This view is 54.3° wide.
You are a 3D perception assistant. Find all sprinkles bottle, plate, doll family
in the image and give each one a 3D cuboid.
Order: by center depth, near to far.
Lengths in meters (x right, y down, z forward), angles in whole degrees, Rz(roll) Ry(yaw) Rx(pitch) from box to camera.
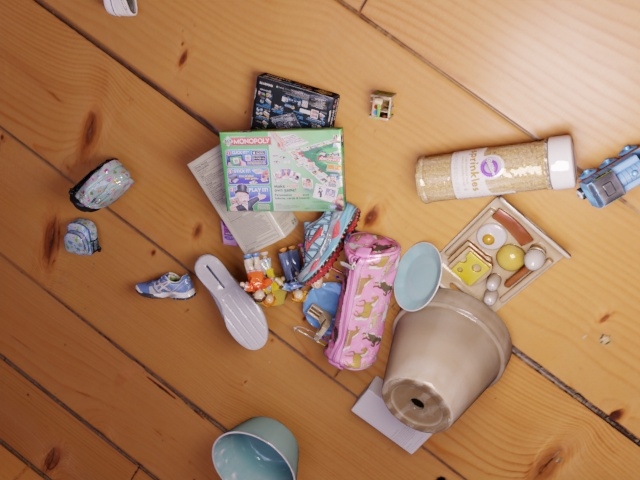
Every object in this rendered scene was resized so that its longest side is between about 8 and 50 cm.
[{"bbox_3d":[0.407,-0.162,1.465,0.355,0.121,0.121,-5,112,26],"label":"sprinkles bottle"},{"bbox_3d":[0.260,0.097,1.641,0.024,0.188,0.188,19,128,-28],"label":"plate"},{"bbox_3d":[-0.105,0.104,1.786,0.263,0.118,0.163,-12,87,-13],"label":"doll family"}]

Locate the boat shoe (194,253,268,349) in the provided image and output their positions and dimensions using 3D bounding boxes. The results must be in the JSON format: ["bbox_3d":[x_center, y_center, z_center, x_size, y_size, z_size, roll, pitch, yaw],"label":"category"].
[{"bbox_3d":[-0.265,0.181,1.935,0.121,0.119,0.335,-31,92,-1],"label":"boat shoe"}]

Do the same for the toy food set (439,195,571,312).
[{"bbox_3d":[0.436,0.057,1.566,0.220,0.092,0.306,40,127,1],"label":"toy food set"}]

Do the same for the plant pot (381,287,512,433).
[{"bbox_3d":[0.298,0.331,1.622,0.323,0.280,0.323,19,131,23],"label":"plant pot"}]

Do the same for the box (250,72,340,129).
[{"bbox_3d":[-0.072,-0.324,1.637,0.220,0.051,0.175,19,120,14],"label":"box"}]

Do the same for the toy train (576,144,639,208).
[{"bbox_3d":[0.650,-0.142,1.357,0.184,0.105,0.080,-31,100,10],"label":"toy train"}]

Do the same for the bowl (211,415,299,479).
[{"bbox_3d":[-0.196,0.728,2.134,0.311,0.163,0.311,10,117,20],"label":"bowl"}]

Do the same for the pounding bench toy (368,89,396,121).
[{"bbox_3d":[0.146,-0.322,1.523,0.052,0.083,0.065,14,118,17],"label":"pounding bench toy"}]

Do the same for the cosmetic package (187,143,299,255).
[{"bbox_3d":[-0.214,-0.129,1.758,0.160,0.113,0.309,-24,102,31],"label":"cosmetic package"}]

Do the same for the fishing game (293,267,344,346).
[{"bbox_3d":[0.042,0.202,1.851,0.189,0.041,0.264,26,116,1],"label":"fishing game"}]

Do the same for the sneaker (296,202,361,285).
[{"bbox_3d":[0.000,0.000,1.714,0.125,0.104,0.262,33,93,18],"label":"sneaker"}]

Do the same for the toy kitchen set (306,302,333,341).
[{"bbox_3d":[-0.017,0.243,1.815,0.075,0.083,0.068,35,116,0],"label":"toy kitchen set"}]

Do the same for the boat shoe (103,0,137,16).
[{"bbox_3d":[-0.524,-0.719,1.631,0.084,0.095,0.258,11,128,14],"label":"boat shoe"}]

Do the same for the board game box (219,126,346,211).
[{"bbox_3d":[-0.095,-0.182,1.620,0.317,0.046,0.213,1,108,10],"label":"board game box"}]

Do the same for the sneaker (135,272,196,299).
[{"bbox_3d":[-0.508,0.144,2.047,0.211,0.080,0.081,-1,108,13],"label":"sneaker"}]

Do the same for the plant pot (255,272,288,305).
[{"bbox_3d":[-0.139,0.150,1.883,0.083,0.081,0.081,17,120,4],"label":"plant pot"}]

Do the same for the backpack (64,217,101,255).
[{"bbox_3d":[-0.800,-0.011,2.089,0.105,0.084,0.114,12,115,16],"label":"backpack"}]

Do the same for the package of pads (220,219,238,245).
[{"bbox_3d":[-0.270,-0.025,1.880,0.050,0.032,0.083,6,116,18],"label":"package of pads"}]

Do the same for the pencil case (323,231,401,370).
[{"bbox_3d":[0.111,0.170,1.709,0.167,0.160,0.386,2,116,-13],"label":"pencil case"}]

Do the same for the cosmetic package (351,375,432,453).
[{"bbox_3d":[0.224,0.530,1.903,0.231,0.085,0.117,37,123,6],"label":"cosmetic package"}]

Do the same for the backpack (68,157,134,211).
[{"bbox_3d":[-0.668,-0.171,1.931,0.182,0.152,0.115,-37,101,20],"label":"backpack"}]
